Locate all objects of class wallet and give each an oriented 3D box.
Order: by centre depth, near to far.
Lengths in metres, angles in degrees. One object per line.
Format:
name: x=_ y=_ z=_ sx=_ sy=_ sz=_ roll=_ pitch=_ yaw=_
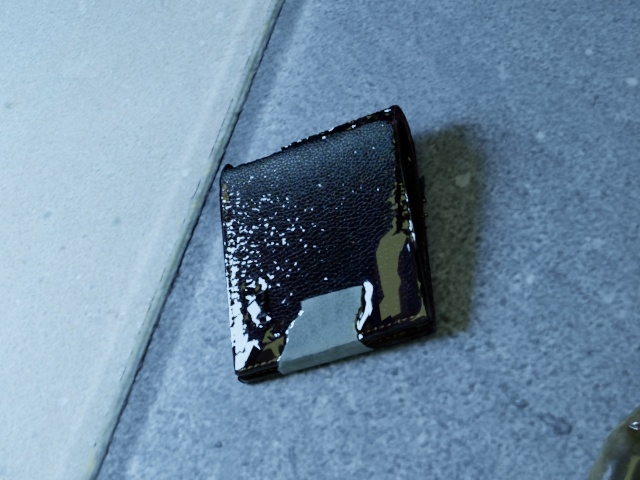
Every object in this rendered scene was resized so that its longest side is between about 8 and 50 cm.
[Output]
wallet: x=0.000 y=0.000 z=1.143 sx=0.221 sy=0.071 sz=0.262 roll=-16 pitch=59 yaw=18

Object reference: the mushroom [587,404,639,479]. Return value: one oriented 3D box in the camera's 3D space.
mushroom: x=0.292 y=0.189 z=0.770 sx=0.226 sy=0.178 sz=0.226 roll=-23 pitch=46 yaw=26
